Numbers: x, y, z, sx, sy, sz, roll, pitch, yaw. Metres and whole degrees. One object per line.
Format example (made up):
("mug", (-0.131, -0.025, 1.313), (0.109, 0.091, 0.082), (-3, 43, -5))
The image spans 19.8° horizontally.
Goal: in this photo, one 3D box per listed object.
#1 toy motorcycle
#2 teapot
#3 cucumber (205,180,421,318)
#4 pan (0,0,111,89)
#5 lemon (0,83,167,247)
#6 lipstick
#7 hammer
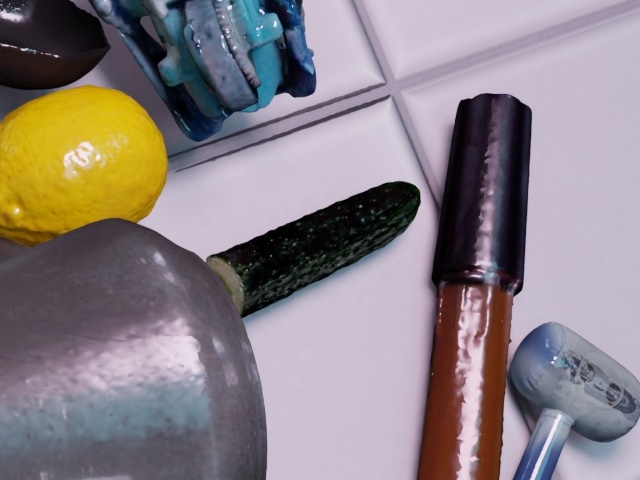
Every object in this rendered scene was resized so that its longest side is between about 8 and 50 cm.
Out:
("toy motorcycle", (-0.096, -0.210, 1.348), (0.154, 0.206, 0.260), (-22, 91, 6))
("teapot", (-0.235, 0.106, 1.140), (0.344, 0.253, 0.300), (-8, 63, -30))
("cucumber", (0.000, 0.000, 1.423), (0.214, 0.058, 0.052), (-26, 57, -38))
("pan", (-0.249, -0.164, 1.310), (0.202, 0.048, 0.128), (33, 24, 18))
("lemon", (-0.177, -0.049, 1.288), (0.155, 0.114, 0.114), (-21, 89, -29))
("lipstick", (0.120, 0.084, 1.466), (0.077, 0.077, 0.418), (17, 69, -28))
("hammer", (0.186, 0.171, 1.498), (0.116, 0.069, 0.194), (34, 69, -21))
